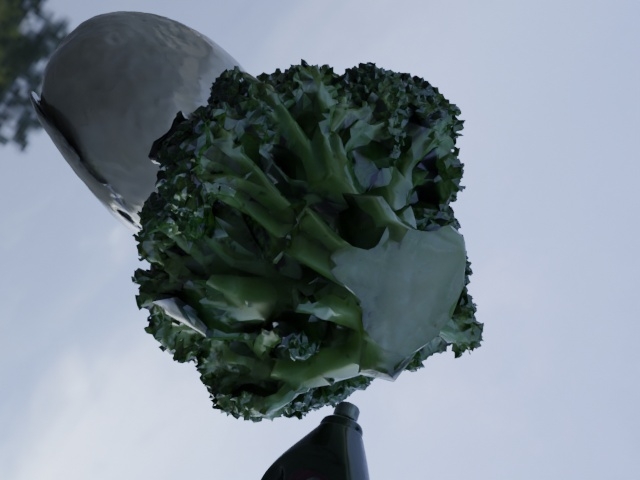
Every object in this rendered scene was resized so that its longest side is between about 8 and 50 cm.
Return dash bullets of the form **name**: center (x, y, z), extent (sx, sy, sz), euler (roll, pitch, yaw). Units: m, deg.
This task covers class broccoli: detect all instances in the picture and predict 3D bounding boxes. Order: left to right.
- **broccoli**: center (0.000, 0.000, 0.656), extent (0.195, 0.195, 0.156), euler (-60, -156, -9)

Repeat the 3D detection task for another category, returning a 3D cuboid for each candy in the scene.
- **candy**: center (-0.143, -0.104, 1.341), extent (0.185, 0.295, 0.295), euler (-43, -159, 3)

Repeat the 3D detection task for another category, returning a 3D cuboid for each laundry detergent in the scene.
- **laundry detergent**: center (-0.014, 0.236, 1.195), extent (0.137, 0.063, 0.211), euler (-8, -128, 38)
